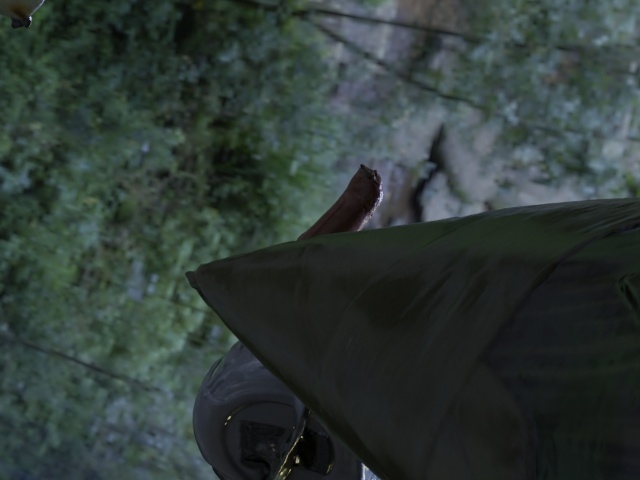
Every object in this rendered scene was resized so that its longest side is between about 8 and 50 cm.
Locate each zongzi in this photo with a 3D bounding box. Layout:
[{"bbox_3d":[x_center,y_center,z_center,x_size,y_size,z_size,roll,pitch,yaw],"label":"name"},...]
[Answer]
[{"bbox_3d":[0.053,0.043,0.477,0.289,0.317,0.154,40,65,-72],"label":"zongzi"}]

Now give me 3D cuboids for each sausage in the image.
[{"bbox_3d":[0.000,0.000,1.322,0.158,0.036,0.042,-48,135,3],"label":"sausage"}]

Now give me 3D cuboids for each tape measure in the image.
[{"bbox_3d":[-0.028,0.186,1.502,0.120,0.197,0.236,-63,157,-55],"label":"tape measure"}]

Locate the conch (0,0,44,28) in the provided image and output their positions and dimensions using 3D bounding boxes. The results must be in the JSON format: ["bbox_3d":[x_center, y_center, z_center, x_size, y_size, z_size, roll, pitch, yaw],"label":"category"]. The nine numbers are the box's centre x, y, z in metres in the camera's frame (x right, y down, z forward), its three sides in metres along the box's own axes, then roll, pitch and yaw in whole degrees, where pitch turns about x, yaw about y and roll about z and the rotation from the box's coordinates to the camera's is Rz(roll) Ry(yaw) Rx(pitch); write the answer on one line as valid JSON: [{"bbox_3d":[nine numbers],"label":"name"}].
[{"bbox_3d":[-0.263,-0.316,1.191,0.183,0.275,0.149,-35,140,23],"label":"conch"}]
